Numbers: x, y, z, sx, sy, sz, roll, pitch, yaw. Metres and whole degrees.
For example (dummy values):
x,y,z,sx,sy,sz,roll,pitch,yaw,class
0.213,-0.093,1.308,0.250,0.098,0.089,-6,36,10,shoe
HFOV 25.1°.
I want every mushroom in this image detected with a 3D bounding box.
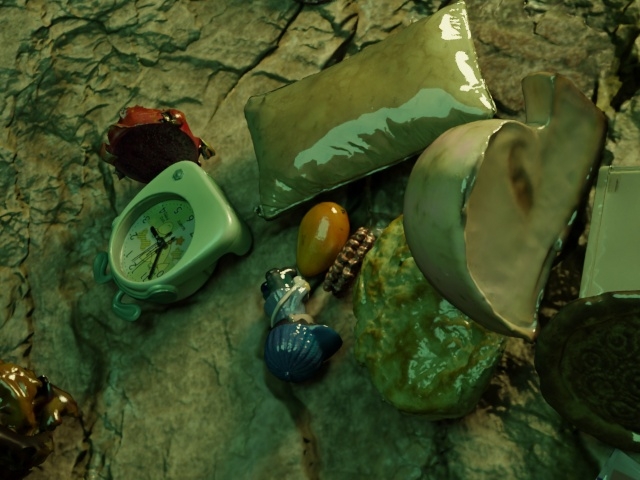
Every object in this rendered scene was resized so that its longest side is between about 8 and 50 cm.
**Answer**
x,y,z,sx,sy,sz,roll,pitch,yaw,class
0.132,-0.050,1.327,0.173,0.162,0.236,14,82,46,mushroom

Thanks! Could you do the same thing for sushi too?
x,y,z,sx,sy,sz,roll,pitch,yaw,class
-0.411,0.201,1.638,0.213,0.204,0.200,-36,18,53,sushi

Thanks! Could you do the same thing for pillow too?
x,y,z,sx,sy,sz,roll,pitch,yaw,class
0.045,-0.147,1.630,0.302,0.075,0.185,-24,53,17,pillow

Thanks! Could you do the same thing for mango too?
x,y,z,sx,sy,sz,roll,pitch,yaw,class
0.000,0.000,1.597,0.060,0.046,0.089,26,92,40,mango

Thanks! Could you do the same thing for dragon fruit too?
x,y,z,sx,sy,sz,roll,pitch,yaw,class
-0.204,-0.124,1.749,0.126,0.112,0.068,-25,40,17,dragon fruit

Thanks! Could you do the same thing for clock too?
x,y,z,sx,sy,sz,roll,pitch,yaw,class
-0.183,0.006,1.690,0.188,0.060,0.148,-39,52,7,clock

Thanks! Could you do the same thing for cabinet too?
x,y,z,sx,sy,sz,roll,pitch,yaw,class
0.363,0.023,1.301,0.206,0.145,0.150,0,64,30,cabinet

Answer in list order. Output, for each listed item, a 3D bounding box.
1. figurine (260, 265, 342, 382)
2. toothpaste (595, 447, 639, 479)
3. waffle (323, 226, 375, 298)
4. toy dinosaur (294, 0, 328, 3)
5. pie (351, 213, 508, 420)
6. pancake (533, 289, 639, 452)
x,y,z,sx,sy,sz,roll,pitch,yaw,class
-0.036,0.089,1.549,0.136,0.079,0.077,58,141,34,figurine
0.319,0.253,1.271,0.194,0.043,0.067,27,83,44,toothpaste
0.033,0.023,1.547,0.029,0.075,0.083,33,78,5,waffle
-0.034,-0.355,1.817,0.286,0.070,0.139,-13,80,26,toy dinosaur
0.123,0.065,1.459,0.201,0.090,0.248,-6,61,40,pie
0.278,0.122,1.277,0.184,0.190,0.020,-23,26,35,pancake
